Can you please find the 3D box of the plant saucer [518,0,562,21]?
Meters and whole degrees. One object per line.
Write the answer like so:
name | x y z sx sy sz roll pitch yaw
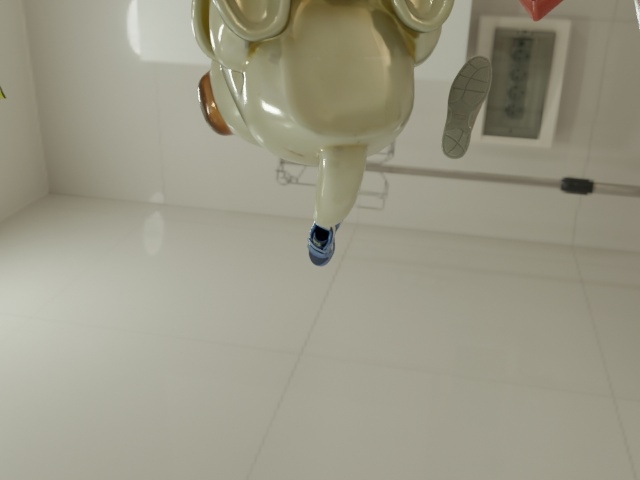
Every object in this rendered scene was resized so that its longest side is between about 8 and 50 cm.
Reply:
plant saucer | 0.586 -0.744 1.847 0.047 0.258 0.259 11 -133 -54

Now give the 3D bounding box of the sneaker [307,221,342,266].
sneaker | 0.000 0.000 1.335 0.059 0.053 0.144 -54 -16 -45

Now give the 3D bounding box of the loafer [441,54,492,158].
loafer | 0.175 -0.161 0.871 0.039 0.045 0.125 -42 -32 -73

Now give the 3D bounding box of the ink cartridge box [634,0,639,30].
ink cartridge box | 0.779 -0.536 1.557 0.208 0.086 0.153 155 105 -82

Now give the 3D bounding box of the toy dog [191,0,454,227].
toy dog | -0.015 -0.228 0.914 0.408 0.284 0.396 -167 61 -74

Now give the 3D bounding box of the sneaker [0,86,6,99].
sneaker | -0.534 -0.247 1.151 0.083 0.035 0.031 44 155 41
